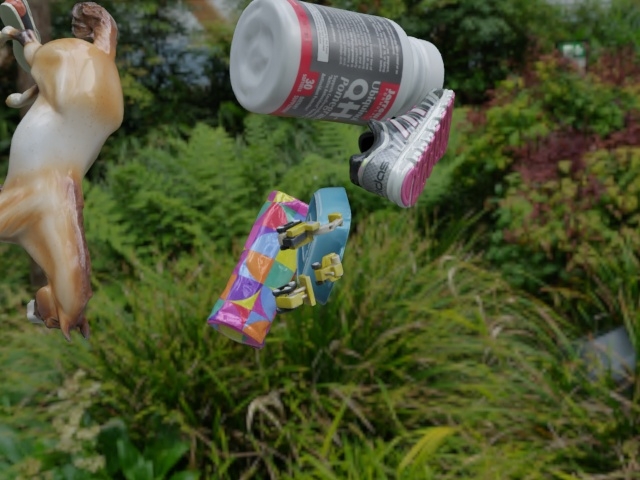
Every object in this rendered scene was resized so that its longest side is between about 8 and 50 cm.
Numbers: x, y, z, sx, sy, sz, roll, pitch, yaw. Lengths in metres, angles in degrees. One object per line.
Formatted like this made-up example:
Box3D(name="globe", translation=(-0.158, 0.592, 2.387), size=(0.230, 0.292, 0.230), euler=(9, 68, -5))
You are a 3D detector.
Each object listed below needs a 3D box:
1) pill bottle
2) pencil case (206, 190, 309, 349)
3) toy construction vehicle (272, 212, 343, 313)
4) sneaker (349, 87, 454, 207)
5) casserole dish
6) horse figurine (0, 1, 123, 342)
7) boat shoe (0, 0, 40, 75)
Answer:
Box3D(name="pill bottle", translation=(0.033, -0.272, 1.428), size=(0.318, 0.176, 0.176), euler=(1, 8, -34))
Box3D(name="pencil case", translation=(-0.079, 0.042, 1.348), size=(0.104, 0.236, 0.104), euler=(24, -18, 8))
Box3D(name="toy construction vehicle", translation=(-0.008, 0.021, 0.916), size=(0.035, 0.086, 0.098), euler=(2, 16, 44))
Box3D(name="sneaker", translation=(0.077, -0.097, 0.859), size=(0.074, 0.063, 0.170), euler=(16, 45, 18))
Box3D(name="casserole dish", translation=(0.000, 0.000, 1.054), size=(0.037, 0.114, 0.188), euler=(14, 18, -8))
Box3D(name="horse figurine", translation=(-0.203, -0.072, 0.665), size=(0.174, 0.263, 0.066), euler=(8, -14, 38))
Box3D(name="boat shoe", translation=(-0.477, -0.331, 1.473), size=(0.049, 0.137, 0.043), euler=(4, 42, 21))
